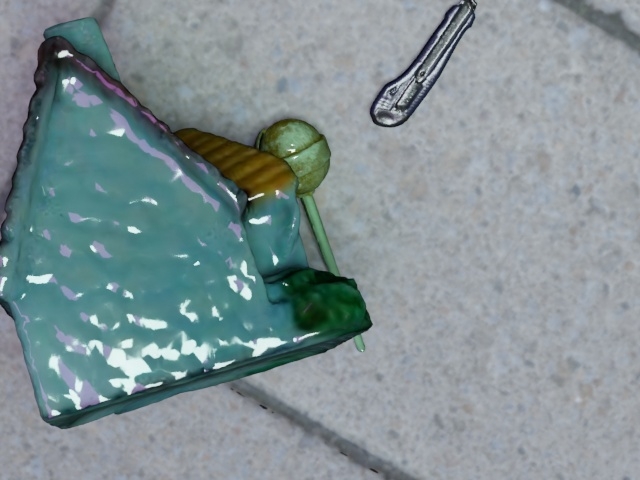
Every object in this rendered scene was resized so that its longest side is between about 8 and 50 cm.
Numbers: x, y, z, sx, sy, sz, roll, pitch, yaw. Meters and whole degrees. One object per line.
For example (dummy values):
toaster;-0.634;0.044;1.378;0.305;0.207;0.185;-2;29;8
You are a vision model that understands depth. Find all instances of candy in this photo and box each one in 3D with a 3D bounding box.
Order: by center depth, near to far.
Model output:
candy;0.000;0.000;0.968;0.061;0.061;0.203;-17;109;8

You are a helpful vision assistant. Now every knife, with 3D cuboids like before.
knife;0.080;-0.136;0.940;0.031;0.018;0.121;34;102;-5

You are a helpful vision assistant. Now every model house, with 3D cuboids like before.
model house;-0.120;-0.015;0.874;0.229;0.280;0.249;-14;83;-12
